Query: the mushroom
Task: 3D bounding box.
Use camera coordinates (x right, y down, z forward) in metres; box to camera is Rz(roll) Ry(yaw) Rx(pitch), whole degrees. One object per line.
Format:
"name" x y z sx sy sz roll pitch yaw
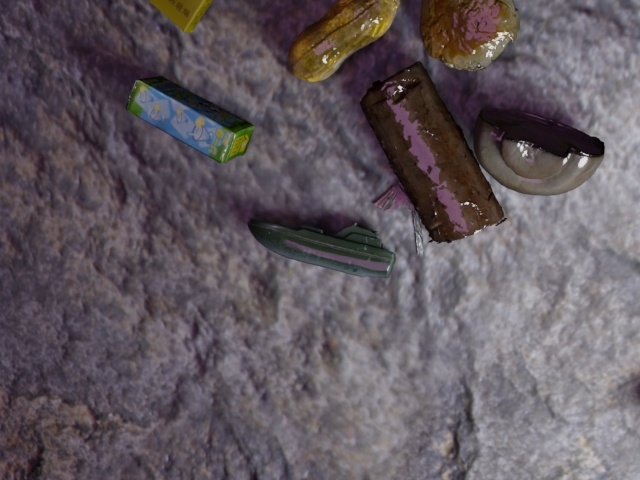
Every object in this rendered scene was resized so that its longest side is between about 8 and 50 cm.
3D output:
"mushroom" 0.316 -0.124 1.179 0.188 0.141 0.117 17 131 15

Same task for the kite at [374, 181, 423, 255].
"kite" 0.155 -0.049 1.313 0.137 0.005 0.153 7 106 14

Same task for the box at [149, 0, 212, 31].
"box" -0.194 -0.494 1.282 0.153 0.041 0.279 41 112 4

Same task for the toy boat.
"toy boat" 0.000 0.000 1.339 0.260 0.078 0.085 14 84 11

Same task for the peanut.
"peanut" 0.036 -0.323 1.234 0.206 0.087 0.087 -35 92 24

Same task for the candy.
"candy" -0.216 -0.204 1.335 0.194 0.097 0.062 29 112 7

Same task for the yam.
"yam" 0.166 -0.128 1.226 0.131 0.131 0.280 -28 94 22

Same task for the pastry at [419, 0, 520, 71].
"pastry" 0.217 -0.327 1.178 0.153 0.081 0.153 6 110 15
